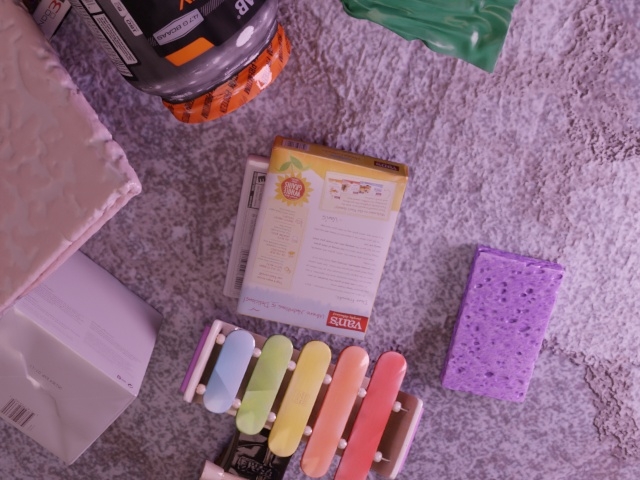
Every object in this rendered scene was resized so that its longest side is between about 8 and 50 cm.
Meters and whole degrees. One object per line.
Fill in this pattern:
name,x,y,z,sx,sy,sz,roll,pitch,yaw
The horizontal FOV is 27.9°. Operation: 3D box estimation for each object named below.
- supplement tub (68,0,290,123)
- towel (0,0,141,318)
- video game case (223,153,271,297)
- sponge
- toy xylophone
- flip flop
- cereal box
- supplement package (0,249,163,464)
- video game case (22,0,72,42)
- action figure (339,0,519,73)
supplement tub,-0.184,-0.307,1.422,0.207,0.207,0.338,-26,123,14
towel,-0.393,-0.094,1.501,0.317,0.053,0.332,-42,74,22
video game case,-0.021,-0.002,1.677,0.183,0.023,0.201,11,115,-2
sponge,0.239,0.113,1.715,0.117,0.031,0.210,11,115,-3
toy xylophone,-0.033,0.238,1.720,0.322,0.081,0.236,14,87,-8
flip flop,-0.107,0.319,1.810,0.112,0.080,0.277,23,99,-13
cereal box,0.000,0.000,1.637,0.173,0.047,0.240,13,115,-3
supplement package,-0.335,0.135,1.658,0.194,0.203,0.149,40,112,-14
video game case,-0.399,-0.331,1.527,0.232,0.042,0.210,34,111,-13
action figure,0.110,-0.286,1.512,0.232,0.063,0.137,11,117,-7
